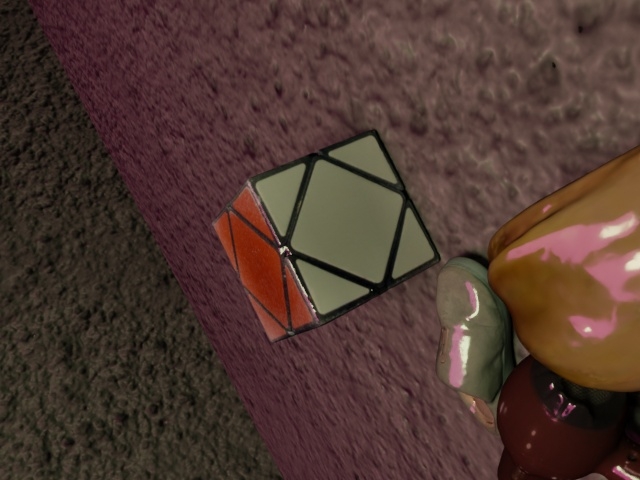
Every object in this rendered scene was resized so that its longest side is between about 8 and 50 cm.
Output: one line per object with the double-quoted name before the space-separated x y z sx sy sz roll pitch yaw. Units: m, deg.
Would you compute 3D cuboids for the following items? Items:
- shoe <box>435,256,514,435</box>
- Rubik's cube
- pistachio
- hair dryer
"shoe" 0.181 0.145 0.818 0.103 0.100 0.251 14 126 59
"Rubik's cube" 0.000 0.000 0.916 0.207 0.205 0.205 62 154 5
"pistachio" 0.269 0.022 0.508 0.212 0.163 0.260 33 138 -20
"hair dryer" 0.332 0.270 0.677 0.340 0.123 0.313 34 152 31
